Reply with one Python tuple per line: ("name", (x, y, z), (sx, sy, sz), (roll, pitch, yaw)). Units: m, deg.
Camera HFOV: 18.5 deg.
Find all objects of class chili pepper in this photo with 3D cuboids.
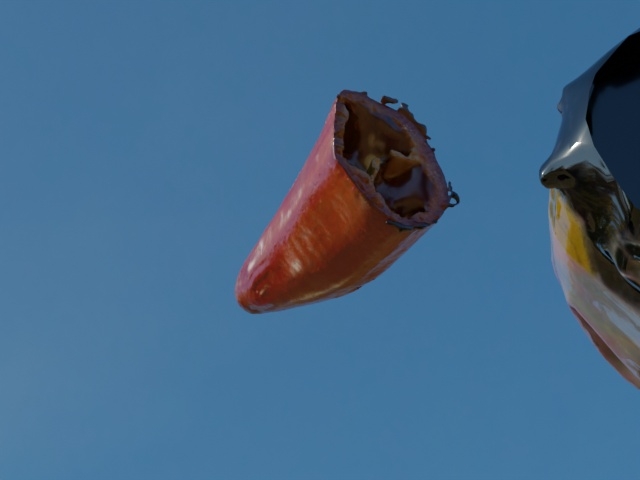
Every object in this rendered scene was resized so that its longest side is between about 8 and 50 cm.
("chili pepper", (-0.003, -0.003, 1.077), (0.065, 0.088, 0.169), (-5, -26, -36))

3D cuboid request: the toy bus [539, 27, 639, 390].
("toy bus", (0.264, 0.061, 0.844), (0.171, 0.386, 0.162), (-41, -25, -24))
